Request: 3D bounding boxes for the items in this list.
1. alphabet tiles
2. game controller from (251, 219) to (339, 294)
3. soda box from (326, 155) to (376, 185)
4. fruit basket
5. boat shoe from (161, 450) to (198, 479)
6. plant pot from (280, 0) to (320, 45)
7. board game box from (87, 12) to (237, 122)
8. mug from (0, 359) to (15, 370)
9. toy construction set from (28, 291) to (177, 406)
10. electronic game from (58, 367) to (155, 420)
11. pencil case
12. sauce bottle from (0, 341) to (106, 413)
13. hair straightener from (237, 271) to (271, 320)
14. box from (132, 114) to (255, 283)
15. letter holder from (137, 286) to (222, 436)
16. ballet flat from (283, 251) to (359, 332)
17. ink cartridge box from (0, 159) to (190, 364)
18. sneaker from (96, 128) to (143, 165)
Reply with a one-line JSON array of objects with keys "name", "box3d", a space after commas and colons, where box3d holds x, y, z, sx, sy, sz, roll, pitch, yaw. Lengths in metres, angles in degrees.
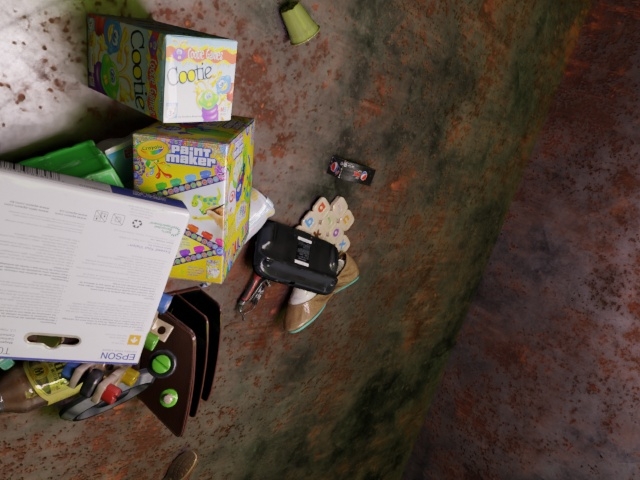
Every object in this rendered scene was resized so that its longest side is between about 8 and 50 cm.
[{"name": "alphabet tiles", "box3d": [0.000, 0.000, 1.764, 0.284, 0.021, 0.278, -51, 144, -13]}, {"name": "game controller", "box3d": [-0.063, 0.053, 1.619, 0.319, 0.067, 0.166, 21, 62, -42]}, {"name": "soda box", "box3d": [0.097, -0.212, 1.720, 0.169, 0.053, 0.060, 7, 107, -50]}, {"name": "fruit basket", "box3d": [-0.475, -0.002, 1.096, 0.327, 0.165, 0.353, -26, 138, -28]}, {"name": "boat shoe", "box3d": [-0.425, 0.708, 1.680, 0.178, 0.064, 0.060, -53, 147, -1]}, {"name": "plant pot", "box3d": [-0.056, -0.527, 1.342, 0.083, 0.083, 0.079, -49, 128, -17]}, {"name": "board game box", "box3d": [-0.296, -0.318, 1.022, 0.144, 0.275, 0.142, -14, 122, -44]}, {"name": "mug", "box3d": [-0.640, 0.189, 1.081, 0.158, 0.097, 0.129, 31, 88, -52]}, {"name": "toy construction set", "box3d": [-0.447, 0.209, 1.178, 0.309, 0.237, 0.257, 3, 80, -10]}, {"name": "electronic game", "box3d": [-0.493, 0.358, 1.309, 0.229, 0.048, 0.229, -27, 167, -7]}, {"name": "pencil case", "box3d": [-0.237, -0.015, 1.400, 0.113, 0.124, 0.273, 47, 71, -23]}, {"name": "sauce bottle", "box3d": [-0.590, 0.300, 1.196, 0.344, 0.111, 0.111, -19, 126, -43]}, {"name": "hair straightener", "box3d": [-0.168, 0.130, 1.625, 0.089, 0.047, 0.230, 33, 80, -53]}, {"name": "box", "box3d": [-0.250, -0.104, 1.162, 0.290, 0.177, 0.279, -79, 176, -69]}, {"name": "letter holder", "box3d": [-0.331, 0.306, 1.412, 0.152, 0.214, 0.301, -10, 119, -46]}, {"name": "ballet flat", "box3d": [-0.008, 0.144, 1.754, 0.342, 0.116, 0.124, -37, 118, -31]}, {"name": "ink cartridge box", "box3d": [-0.431, 0.053, 0.956, 0.324, 0.071, 0.330, 13, 110, -34]}, {"name": "sneaker", "box3d": [-0.405, -0.187, 1.154, 0.152, 0.061, 0.053, -33, 136, -30]}]
